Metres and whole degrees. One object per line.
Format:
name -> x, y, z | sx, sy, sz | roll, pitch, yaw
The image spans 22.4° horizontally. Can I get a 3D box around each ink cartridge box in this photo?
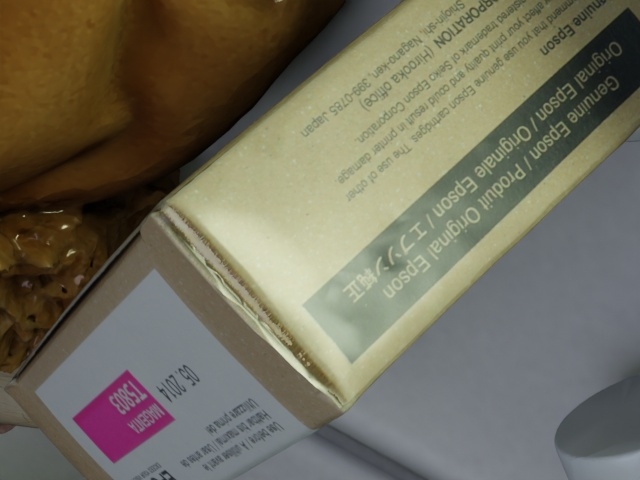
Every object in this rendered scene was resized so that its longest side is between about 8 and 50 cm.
ink cartridge box -> 0.000, 0.000, 0.604 | 0.088, 0.193, 0.234 | 48, 152, -2

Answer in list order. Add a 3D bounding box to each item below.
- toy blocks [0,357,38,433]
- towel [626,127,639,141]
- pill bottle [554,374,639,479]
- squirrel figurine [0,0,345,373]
toy blocks -> -0.269, 0.221, 0.851 | 0.260, 0.288, 0.309 | -1, 101, 45
towel -> 0.105, -0.176, 0.505 | 0.248, 0.038, 0.325 | 13, 129, 66
pill bottle -> 0.167, 0.151, 0.685 | 0.103, 0.103, 0.184 | -14, 107, 37
squirrel figurine -> -0.190, -0.053, 0.620 | 0.281, 0.370, 0.397 | 28, 128, 16
